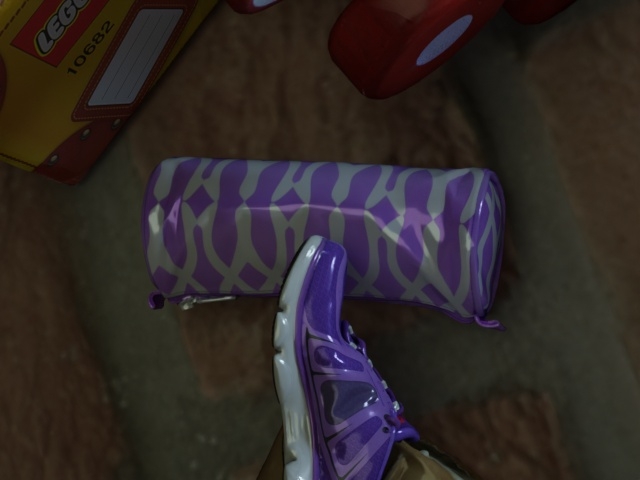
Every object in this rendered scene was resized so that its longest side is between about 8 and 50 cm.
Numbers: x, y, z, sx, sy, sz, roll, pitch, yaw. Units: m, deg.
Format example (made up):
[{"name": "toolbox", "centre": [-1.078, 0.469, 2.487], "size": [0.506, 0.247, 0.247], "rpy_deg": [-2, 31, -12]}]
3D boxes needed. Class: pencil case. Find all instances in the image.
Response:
[{"name": "pencil case", "centre": [0.000, 0.000, 1.059], "size": [0.206, 0.086, 0.088], "rpy_deg": [2, 78, 19]}]

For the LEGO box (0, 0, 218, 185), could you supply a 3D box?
[{"name": "LEGO box", "centre": [-0.150, -0.347, 1.104], "size": [0.372, 0.193, 0.500], "rpy_deg": [40, 96, 20]}]

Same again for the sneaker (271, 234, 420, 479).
[{"name": "sneaker", "centre": [0.013, 0.081, 0.994], "size": [0.071, 0.068, 0.170], "rpy_deg": [-6, 85, 3]}]

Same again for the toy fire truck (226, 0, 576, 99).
[{"name": "toy fire truck", "centre": [0.079, -0.223, 0.942], "size": [0.169, 0.302, 0.254], "rpy_deg": [50, 139, 12]}]

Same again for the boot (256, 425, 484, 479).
[{"name": "boot", "centre": [0.017, 0.242, 1.019], "size": [0.236, 0.089, 0.269], "rpy_deg": [32, 92, 20]}]
